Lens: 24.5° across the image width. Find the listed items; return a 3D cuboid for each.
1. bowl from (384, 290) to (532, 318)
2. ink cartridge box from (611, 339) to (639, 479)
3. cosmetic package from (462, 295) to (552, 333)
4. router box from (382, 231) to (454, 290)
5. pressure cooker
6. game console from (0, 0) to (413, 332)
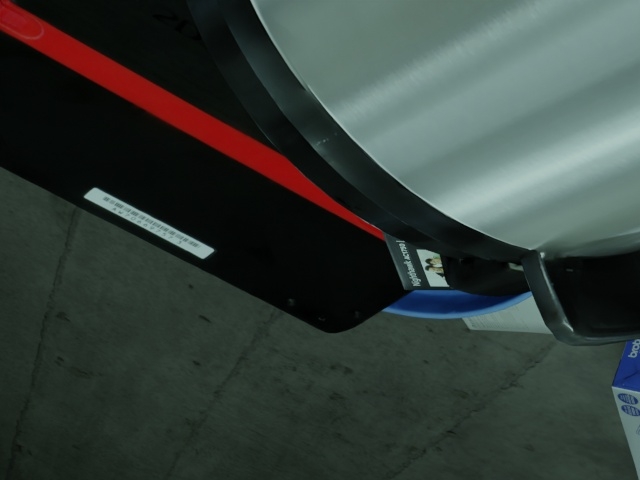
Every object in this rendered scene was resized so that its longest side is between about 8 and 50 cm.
[{"bbox_3d":[0.031,-0.108,1.118,0.391,0.077,0.391,21,140,18],"label":"bowl"},{"bbox_3d":[0.322,0.152,1.384,0.046,0.097,0.207,10,148,28],"label":"ink cartridge box"},{"bbox_3d":[0.134,-0.009,1.297,0.099,0.060,0.239,0,143,35],"label":"cosmetic package"},{"bbox_3d":[0.099,-0.034,0.924,0.133,0.046,0.179,0,144,18],"label":"router box"},{"bbox_3d":[0.132,-0.187,0.662,0.375,0.369,0.420,40,146,-18],"label":"pressure cooker"},{"bbox_3d":[-0.041,-0.087,0.983,0.387,0.060,0.342,29,143,-23],"label":"game console"}]
